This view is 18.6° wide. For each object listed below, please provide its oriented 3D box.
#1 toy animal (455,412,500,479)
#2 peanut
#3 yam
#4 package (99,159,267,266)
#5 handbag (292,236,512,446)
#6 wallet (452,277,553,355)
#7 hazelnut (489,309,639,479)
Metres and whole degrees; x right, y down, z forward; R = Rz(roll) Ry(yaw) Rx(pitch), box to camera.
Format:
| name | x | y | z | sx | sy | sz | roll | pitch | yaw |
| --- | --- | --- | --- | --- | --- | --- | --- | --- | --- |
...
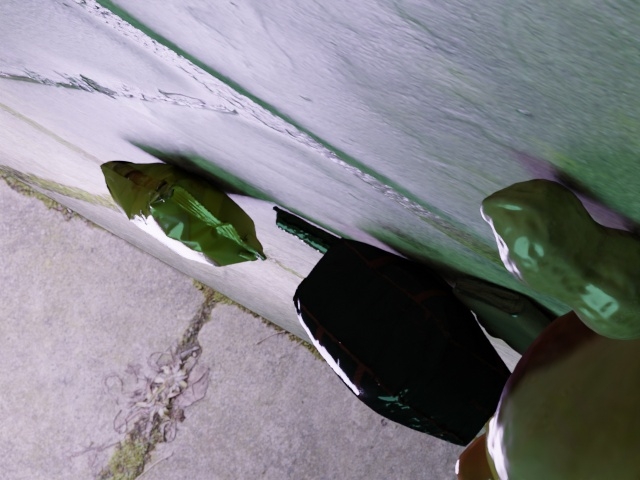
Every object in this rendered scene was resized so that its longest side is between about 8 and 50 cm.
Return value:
| name | x | y | z | sx | sy | sz | roll | pitch | yaw |
| --- | --- | --- | --- | --- | --- | --- | --- | --- | --- |
| toy animal | 0.286 | 0.225 | 2.114 | 0.191 | 0.216 | 0.338 | 59 | 163 | -20 |
| peanut | 0.184 | 0.012 | 1.393 | 0.187 | 0.082 | 0.082 | 32 | 172 | -29 |
| yam | 0.000 | 0.000 | 2.217 | 0.129 | 0.027 | 0.033 | 28 | 172 | 3 |
| package | -0.165 | -0.034 | 2.318 | 0.168 | 0.090 | 0.226 | 32 | 174 | -24 |
| handbag | 0.093 | 0.111 | 2.097 | 0.215 | 0.155 | 0.169 | 43 | -179 | 44 |
| wallet | 0.211 | 0.089 | 2.028 | 0.118 | 0.039 | 0.152 | 19 | 166 | 46 |
| hazelnut | 0.270 | 0.141 | 1.537 | 0.261 | 0.241 | 0.261 | 3 | -168 | -1 |
